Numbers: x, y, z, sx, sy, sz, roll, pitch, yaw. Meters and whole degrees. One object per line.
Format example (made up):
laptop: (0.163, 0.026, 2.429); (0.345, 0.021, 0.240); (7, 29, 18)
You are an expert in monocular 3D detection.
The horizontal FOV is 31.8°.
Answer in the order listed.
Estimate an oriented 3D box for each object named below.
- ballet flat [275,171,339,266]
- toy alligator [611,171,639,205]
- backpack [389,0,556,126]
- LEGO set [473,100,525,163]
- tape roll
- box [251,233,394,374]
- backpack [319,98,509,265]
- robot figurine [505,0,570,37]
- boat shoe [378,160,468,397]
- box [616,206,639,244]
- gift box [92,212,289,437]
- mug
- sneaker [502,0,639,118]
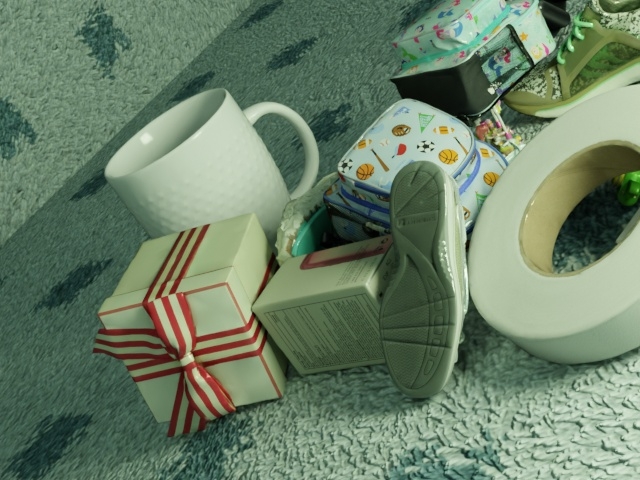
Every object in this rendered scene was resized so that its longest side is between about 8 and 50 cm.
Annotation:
ballet flat: (0.017, -0.047, 1.946); (0.147, 0.147, 0.409); (-15, 15, 39)
toy alligator: (0.452, -0.095, 1.634); (0.190, 0.056, 0.051); (-62, -10, -58)
backpack: (0.257, -0.320, 1.879); (0.253, 0.191, 0.225); (-34, 18, -30)
LEGO set: (0.267, -0.191, 1.972); (0.132, 0.107, 0.287); (-35, 19, -14)
tape roll: (0.358, -0.026, 1.447); (0.392, 0.072, 0.392); (-35, 34, 29)
box: (0.042, 0.098, 1.679); (0.232, 0.149, 0.127); (-13, 31, 41)
backpack: (0.166, -0.074, 1.736); (0.263, 0.213, 0.276); (29, 67, 25)
robot figurine: (0.384, -0.475, 2.294); (0.209, 0.174, 0.278); (-43, 25, -25)
boat shoe: (0.152, 0.055, 1.536); (0.118, 0.103, 0.320); (-8, 77, 31)
box: (0.560, -0.086, 1.457); (0.232, 0.058, 0.322); (-1, 41, 53)
gift box: (-0.198, 0.143, 1.796); (0.276, 0.255, 0.258); (-20, 25, 19)
mug: (-0.162, -0.103, 2.115); (0.374, 0.328, 0.276); (-41, 24, -16)
sneaker: (0.477, -0.349, 1.912); (0.410, 0.182, 0.158); (-19, 28, 33)
